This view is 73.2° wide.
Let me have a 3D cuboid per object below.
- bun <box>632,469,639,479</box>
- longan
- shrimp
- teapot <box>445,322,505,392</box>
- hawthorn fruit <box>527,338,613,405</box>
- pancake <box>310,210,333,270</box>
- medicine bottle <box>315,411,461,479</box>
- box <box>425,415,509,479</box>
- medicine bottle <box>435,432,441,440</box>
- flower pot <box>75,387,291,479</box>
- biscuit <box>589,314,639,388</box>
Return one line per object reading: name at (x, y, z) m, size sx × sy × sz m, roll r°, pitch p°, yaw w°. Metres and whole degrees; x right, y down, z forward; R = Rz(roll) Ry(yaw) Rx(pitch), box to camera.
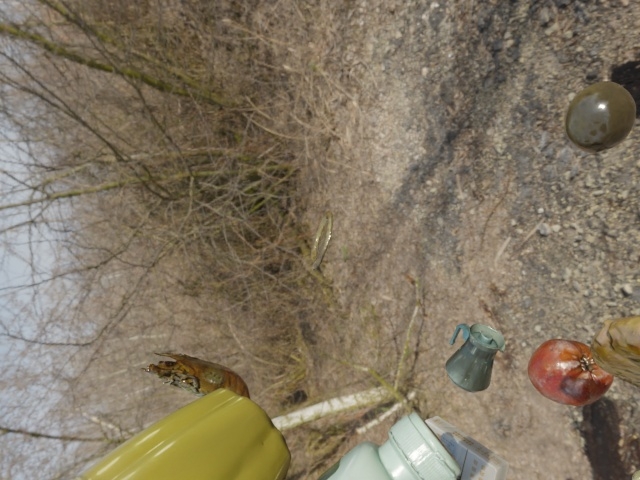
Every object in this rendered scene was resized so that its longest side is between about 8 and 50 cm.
bun at (1.098, 0.827, 1.458) m, size 0.086 × 0.054 × 0.086 m, roll 172°, pitch 90°, yaw -75°
longan at (0.864, -0.375, 1.338) m, size 0.196 × 0.196 × 0.220 m, roll 49°, pitch 155°, yaw 49°
shrimp at (-0.216, 0.281, 0.775) m, size 0.248 × 0.068 × 0.150 m, roll 45°, pitch -145°, yaw -31°
teapot at (0.573, 0.429, 1.624) m, size 0.203 × 0.170 × 0.225 m, roll 45°, pitch 130°, yaw 45°
hawthorn fruit at (0.969, 0.511, 1.690) m, size 0.284 × 0.284 × 0.285 m, roll 165°, pitch 90°, yaw -69°
pancake at (0.001, 0.000, 0.763) m, size 0.115 × 0.011 × 0.115 m, roll -162°, pitch 90°, yaw -80°
medicine bottle at (0.019, 0.252, 0.386) m, size 0.083 × 0.229 × 0.121 m, roll 48°, pitch 177°, yaw 29°
box at (0.376, 0.607, 1.167) m, size 0.233 × 0.067 × 0.150 m, roll 20°, pitch 101°, yaw 52°
medicine bottle at (0.252, 0.465, 0.944) m, size 0.083 × 0.047 × 0.047 m, roll -90°, pitch -7°, yaw -73°
flower pot at (-0.135, 0.279, 0.488) m, size 0.195 × 0.179 × 0.195 m, roll 23°, pitch 129°, yaw 31°
biscuit at (0.720, 0.235, 0.741) m, size 0.446 × 0.104 × 0.429 m, roll 21°, pitch 163°, yaw 15°
